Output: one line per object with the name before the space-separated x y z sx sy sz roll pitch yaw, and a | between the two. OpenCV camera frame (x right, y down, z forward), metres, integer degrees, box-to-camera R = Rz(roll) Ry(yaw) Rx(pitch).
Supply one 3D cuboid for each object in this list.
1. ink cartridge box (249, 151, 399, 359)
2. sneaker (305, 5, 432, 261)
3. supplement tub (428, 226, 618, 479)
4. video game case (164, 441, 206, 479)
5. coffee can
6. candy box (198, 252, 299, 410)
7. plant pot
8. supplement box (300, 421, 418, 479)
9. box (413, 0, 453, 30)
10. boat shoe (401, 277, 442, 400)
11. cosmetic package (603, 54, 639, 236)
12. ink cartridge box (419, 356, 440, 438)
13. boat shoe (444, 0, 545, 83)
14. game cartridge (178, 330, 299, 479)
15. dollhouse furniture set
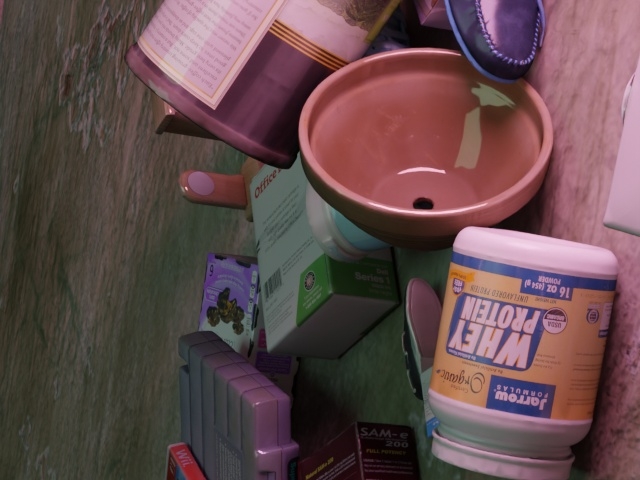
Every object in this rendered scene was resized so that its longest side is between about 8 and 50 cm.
ink cartridge box | 0.000 0.000 1.865 0.160 0.092 0.219 -45 45 51
sneaker | 0.076 -0.161 1.755 0.150 0.135 0.366 -15 67 37
supplement tub | 0.172 0.096 1.439 0.144 0.144 0.200 16 98 63
video game case | -0.121 0.397 1.903 0.285 0.025 0.204 52 143 46
coffee can | -0.037 -0.239 1.652 0.275 0.201 0.201 -55 33 11
candy box | -0.089 0.121 2.035 0.165 0.070 0.196 11 94 63
plant pot | 0.098 -0.069 1.577 0.110 0.237 0.237 87 167 -46
supplement box | 0.049 0.320 1.707 0.130 0.073 0.239 -43 47 51
box | 0.110 -0.356 1.770 0.063 0.067 0.324 -55 38 42
boat shoe | 0.102 0.101 1.692 0.038 0.046 0.125 -37 60 49
cosmetic package | 0.362 -0.060 1.089 0.365 0.155 0.197 27 107 63
ink cartridge box | 0.126 0.150 1.623 0.028 0.048 0.083 -41 48 53
boat shoe | 0.168 -0.278 1.591 0.089 0.109 0.258 -37 53 51
game cartridge | -0.093 0.305 1.908 0.230 0.068 0.355 29 124 55
dollhouse furniture set | -0.056 -0.242 1.951 0.355 0.173 0.303 -49 42 48
